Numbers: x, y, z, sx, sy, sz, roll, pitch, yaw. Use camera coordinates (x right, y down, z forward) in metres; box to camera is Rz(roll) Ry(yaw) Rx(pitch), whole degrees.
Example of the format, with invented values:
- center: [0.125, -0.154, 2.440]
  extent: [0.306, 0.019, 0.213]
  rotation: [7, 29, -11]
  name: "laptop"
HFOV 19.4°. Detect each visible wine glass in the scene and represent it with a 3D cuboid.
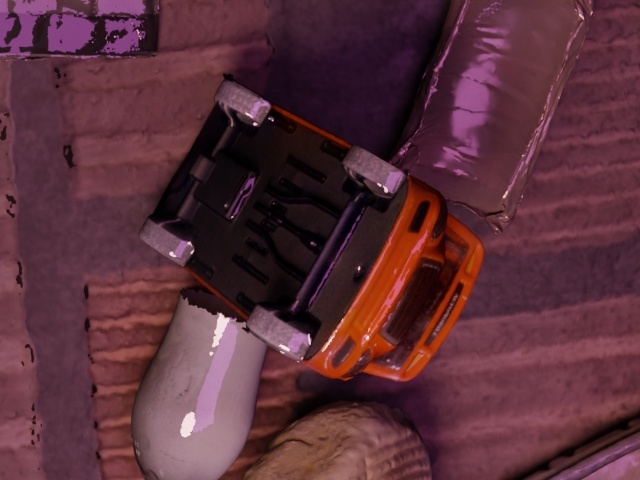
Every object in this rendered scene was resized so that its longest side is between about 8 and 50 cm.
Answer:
- center: [-0.100, 0.141, 1.412]
  extent: [0.093, 0.093, 0.202]
  rotation: [14, 98, -24]
  name: "wine glass"

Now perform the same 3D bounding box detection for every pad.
- center: [-0.224, -0.211, 1.311]
  extent: [0.233, 0.022, 0.174]
  rotation: [-4, 104, -22]
  name: "pad"

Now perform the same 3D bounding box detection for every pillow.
- center: [0.133, -0.117, 1.458]
  extent: [0.119, 0.053, 0.208]
  rotation: [20, 96, -21]
  name: "pillow"

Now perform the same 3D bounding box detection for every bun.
- center: [0.002, 0.227, 1.445]
  extent: [0.220, 0.134, 0.220]
  rotation: [8, 90, -67]
  name: "bun"

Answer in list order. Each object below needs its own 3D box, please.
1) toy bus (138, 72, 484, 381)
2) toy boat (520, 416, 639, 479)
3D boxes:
- center: [0.000, 0.000, 1.285]
  extent: [0.153, 0.329, 0.143]
  rotation: [29, 91, -28]
  name: "toy bus"
- center: [0.305, 0.219, 1.600]
  extent: [0.293, 0.111, 0.276]
  rotation: [-41, 116, 7]
  name: "toy boat"
